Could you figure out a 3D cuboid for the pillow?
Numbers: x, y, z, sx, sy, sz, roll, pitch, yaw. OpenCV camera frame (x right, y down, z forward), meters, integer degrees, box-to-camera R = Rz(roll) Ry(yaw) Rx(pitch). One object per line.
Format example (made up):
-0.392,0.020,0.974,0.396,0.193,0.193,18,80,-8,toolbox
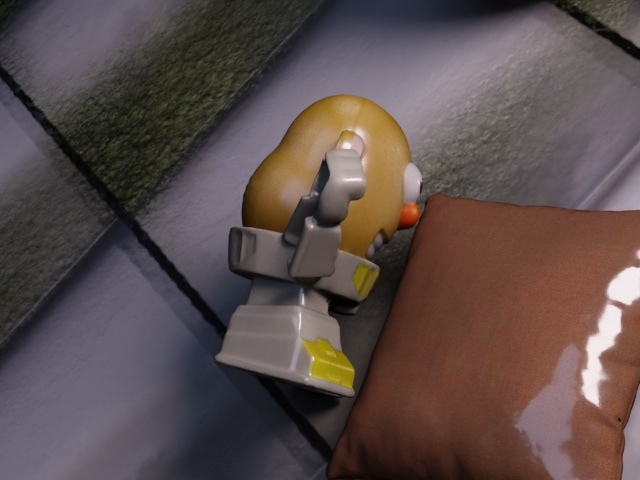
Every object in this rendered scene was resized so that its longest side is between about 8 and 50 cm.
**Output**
0.170,0.098,1.468,0.305,0.108,0.308,5,65,41,pillow

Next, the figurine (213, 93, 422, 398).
-0.001,0.000,1.560,0.342,0.167,0.285,-4,71,65,figurine
